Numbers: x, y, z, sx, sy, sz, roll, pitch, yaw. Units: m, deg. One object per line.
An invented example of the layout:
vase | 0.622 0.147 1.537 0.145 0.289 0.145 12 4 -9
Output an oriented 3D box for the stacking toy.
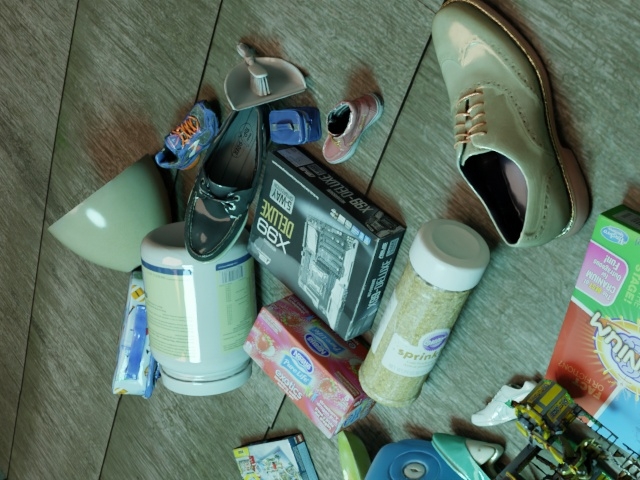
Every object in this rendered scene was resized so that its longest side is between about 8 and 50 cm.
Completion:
stacking toy | 0.186 0.529 1.656 0.175 0.166 0.302 5 123 24

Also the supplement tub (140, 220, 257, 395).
supplement tub | -0.252 0.138 1.916 0.235 0.235 0.325 17 116 44

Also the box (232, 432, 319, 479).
box | -0.096 0.525 2.028 0.233 0.044 0.159 -24 86 49

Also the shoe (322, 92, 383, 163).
shoe | 0.034 -0.193 1.595 0.064 0.081 0.178 59 138 15

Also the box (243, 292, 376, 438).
box | -0.007 0.230 1.720 0.257 0.128 0.123 43 128 23

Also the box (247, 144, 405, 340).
box | 0.000 0.000 1.707 0.307 0.076 0.243 41 131 31

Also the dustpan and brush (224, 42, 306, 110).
dustpan and brush | -0.126 -0.324 1.720 0.211 0.147 0.060 -125 19 -58

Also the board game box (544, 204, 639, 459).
board game box | 0.459 0.144 1.258 0.242 0.064 0.317 33 126 37

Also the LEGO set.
LEGO set | 0.363 0.384 1.299 0.331 0.192 0.255 42 162 21

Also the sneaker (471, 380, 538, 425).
sneaker | 0.309 0.269 1.487 0.152 0.053 0.061 -27 74 43

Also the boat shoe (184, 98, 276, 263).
boat shoe | -0.178 -0.117 1.720 0.127 0.113 0.340 28 90 6

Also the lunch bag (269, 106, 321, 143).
lunch bag | -0.048 -0.214 1.692 0.098 0.065 0.067 7 109 47

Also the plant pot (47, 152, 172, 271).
plant pot | -0.451 -0.041 2.076 0.191 0.284 0.284 52 140 -10

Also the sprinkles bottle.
sprinkles bottle | 0.167 0.129 1.518 0.121 0.121 0.355 45 137 28

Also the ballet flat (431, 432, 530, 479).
ballet flat | 0.298 0.398 1.533 0.247 0.083 0.087 47 109 26

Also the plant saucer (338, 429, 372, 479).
plant saucer | 0.081 0.481 1.751 0.241 0.037 0.241 168 90 -81

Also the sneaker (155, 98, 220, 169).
sneaker | -0.286 -0.217 1.938 0.083 0.087 0.221 56 137 17

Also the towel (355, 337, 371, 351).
towel | 0.048 0.254 1.787 0.113 0.023 0.152 27 122 39

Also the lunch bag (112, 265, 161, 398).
lunch bag | -0.411 0.214 2.099 0.243 0.114 0.304 -145 63 -78

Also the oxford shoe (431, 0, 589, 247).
oxford shoe | 0.252 -0.177 1.309 0.140 0.146 0.397 -37 76 49
